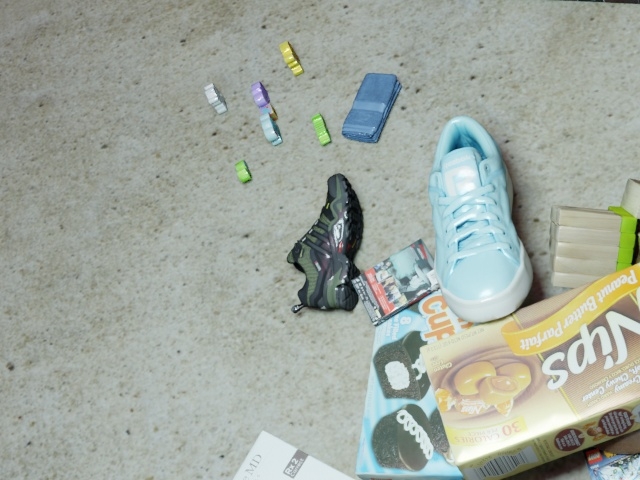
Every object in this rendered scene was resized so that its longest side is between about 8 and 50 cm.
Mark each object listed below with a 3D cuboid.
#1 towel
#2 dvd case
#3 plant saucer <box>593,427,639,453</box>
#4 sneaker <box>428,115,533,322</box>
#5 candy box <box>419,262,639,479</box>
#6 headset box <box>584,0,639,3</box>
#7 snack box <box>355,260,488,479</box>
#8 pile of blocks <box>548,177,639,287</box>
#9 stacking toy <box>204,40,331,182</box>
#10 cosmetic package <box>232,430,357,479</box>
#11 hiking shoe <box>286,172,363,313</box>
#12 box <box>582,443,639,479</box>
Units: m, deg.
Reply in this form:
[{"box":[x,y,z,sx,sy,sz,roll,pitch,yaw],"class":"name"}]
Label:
[{"box":[0.082,-0.214,2.063,0.067,0.029,0.119,12,69,30],"class":"towel"},{"box":[0.111,0.060,1.826,0.119,0.013,0.087,-33,51,8],"class":"dvd case"},{"box":[0.399,0.196,1.653,0.168,0.029,0.168,-17,44,17],"class":"plant saucer"},{"box":[0.199,-0.041,1.762,0.135,0.150,0.366,-21,34,14],"class":"sneaker"},{"box":[0.304,0.171,1.627,0.316,0.087,0.183,-21,52,8],"class":"candy box"},{"box":[0.383,-0.499,2.032,0.293,0.110,0.218,10,67,30],"class":"headset box"},{"box":[0.164,0.180,1.775,0.187,0.060,0.322,-3,61,24],"class":"snack box"},{"box":[0.473,-0.031,1.740,0.362,0.149,0.112,-19,12,4],"class":"pile of blocks"},{"box":[-0.091,-0.214,2.132,0.167,0.052,0.221,-27,55,10],"class":"stacking toy"},{"box":[-0.019,0.374,1.693,0.183,0.151,0.151,22,72,34],"class":"cosmetic package"},{"box":[0.000,0.000,1.942,0.114,0.086,0.227,-7,60,18],"class":"hiking shoe"},{"box":[0.410,0.289,1.614,0.137,0.027,0.094,-21,55,13],"class":"box"}]
